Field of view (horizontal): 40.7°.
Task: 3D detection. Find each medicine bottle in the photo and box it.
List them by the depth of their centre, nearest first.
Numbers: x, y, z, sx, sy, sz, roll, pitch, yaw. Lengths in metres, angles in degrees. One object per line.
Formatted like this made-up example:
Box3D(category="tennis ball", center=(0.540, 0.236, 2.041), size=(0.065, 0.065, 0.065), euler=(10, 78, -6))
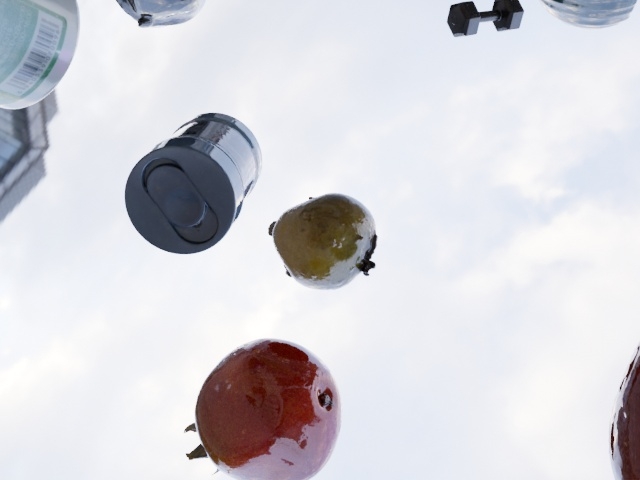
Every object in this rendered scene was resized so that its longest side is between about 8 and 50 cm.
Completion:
Box3D(category="medicine bottle", center=(-0.318, -0.193, 0.642), size=(0.133, 0.274, 0.133), euler=(-4, -98, 25))

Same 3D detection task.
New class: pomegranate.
Box3D(category="pomegranate", center=(-0.090, 0.259, 1.276), size=(0.256, 0.221, 0.221), euler=(-29, -132, 21))

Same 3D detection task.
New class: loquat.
Box3D(category="loquat", center=(0.000, 0.000, 1.386), size=(0.204, 0.149, 0.172), euler=(7, -151, 30))

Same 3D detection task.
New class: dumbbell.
Box3D(category="dumbbell", center=(0.175, -0.238, 0.918), size=(0.040, 0.083, 0.036), euler=(13, -66, 61))

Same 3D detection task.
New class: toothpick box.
Box3D(category="toothpick box", center=(-0.115, -0.059, 0.817), size=(0.101, 0.101, 0.153), euler=(-41, -168, 18))

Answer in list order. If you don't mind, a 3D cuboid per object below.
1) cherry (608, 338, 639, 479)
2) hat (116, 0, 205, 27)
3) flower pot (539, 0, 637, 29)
Box3D(category="cherry", center=(0.186, 0.082, 0.403), size=(0.087, 0.106, 0.126), euler=(-3, -102, 47))
Box3D(category="hat", center=(-0.164, -0.509, 1.265), size=(0.381, 0.366, 0.257), euler=(-26, -91, 21))
Box3D(category="flower pot", center=(0.355, -0.383, 1.100), size=(0.157, 0.243, 0.189), euler=(21, -118, 23))
